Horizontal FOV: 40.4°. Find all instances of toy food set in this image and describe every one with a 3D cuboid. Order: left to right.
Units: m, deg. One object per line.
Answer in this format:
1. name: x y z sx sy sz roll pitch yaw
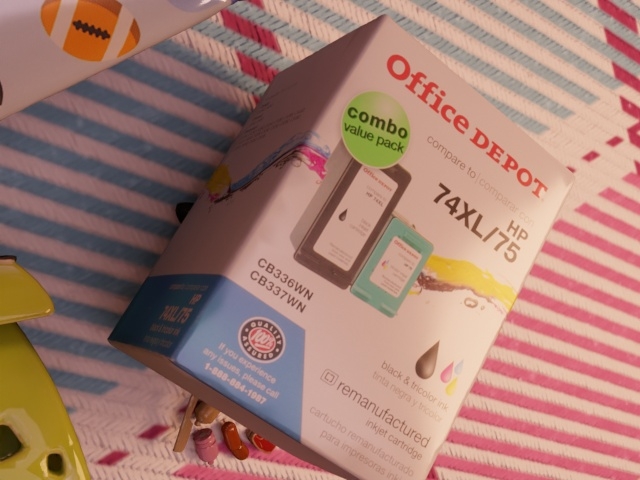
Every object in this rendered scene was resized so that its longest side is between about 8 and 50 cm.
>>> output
1. toy food set: -0.082 0.174 0.815 0.122 0.019 0.078 19 89 -39

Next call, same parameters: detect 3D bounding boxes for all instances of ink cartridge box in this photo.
1. ink cartridge box: 0.012 0.015 0.653 0.198 0.197 0.270 35 74 -19

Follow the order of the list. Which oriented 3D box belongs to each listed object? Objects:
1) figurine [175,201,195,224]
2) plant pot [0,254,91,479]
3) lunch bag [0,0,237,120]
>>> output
1. figurine: 0.000 0.000 0.796 0.215 0.092 0.209 -38 111 -20
2. plant pot: -0.285 0.116 0.570 0.228 0.227 0.207 -7 96 -29
3. lunch bag: -0.275 -0.249 0.485 0.328 0.239 0.385 -31 113 -14
